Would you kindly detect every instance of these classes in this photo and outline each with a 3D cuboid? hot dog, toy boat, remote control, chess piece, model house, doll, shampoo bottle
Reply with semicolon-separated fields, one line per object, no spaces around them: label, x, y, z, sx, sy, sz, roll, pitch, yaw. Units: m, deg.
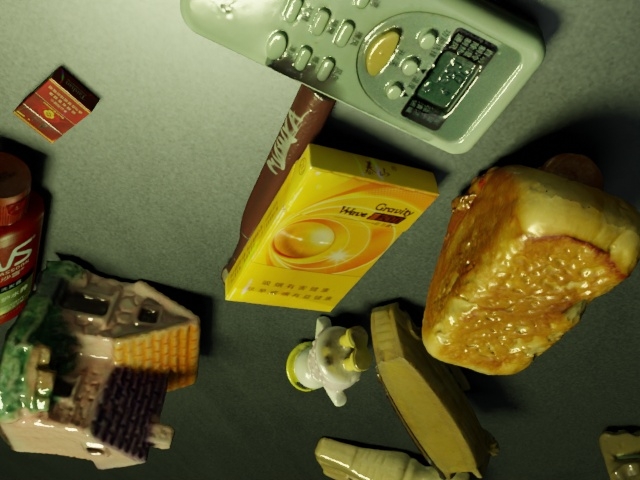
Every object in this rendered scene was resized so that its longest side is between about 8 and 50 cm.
hot dog;0.202;0.016;0.627;0.150;0.153;0.257;20;137;-3
toy boat;0.163;0.215;0.891;0.089;0.121;0.321;-18;117;31
remote control;0.032;-0.181;0.512;0.296;0.056;0.140;22;133;-13
chess piece;0.133;0.469;1.204;0.300;0.137;0.137;17;141;14
model house;-0.301;0.181;0.882;0.237;0.237;0.202;11;133;-6
doll;0.009;0.177;0.892;0.081;0.129;0.207;-4;162;-26
shampoo bottle;-0.426;0.011;0.805;0.076;0.118;0.314;50;138;12

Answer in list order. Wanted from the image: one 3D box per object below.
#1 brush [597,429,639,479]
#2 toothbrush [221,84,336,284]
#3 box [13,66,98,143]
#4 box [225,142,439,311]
brush;0.603;0.350;0.974;0.300;0.084;0.071;1;137;4
toothbrush;-0.061;-0.046;0.704;0.040;0.041;0.364;21;138;-10
box;-0.285;-0.144;0.660;0.082;0.023;0.051;-23;127;33
box;0.000;0.000;0.714;0.152;0.044;0.269;9;143;-25
